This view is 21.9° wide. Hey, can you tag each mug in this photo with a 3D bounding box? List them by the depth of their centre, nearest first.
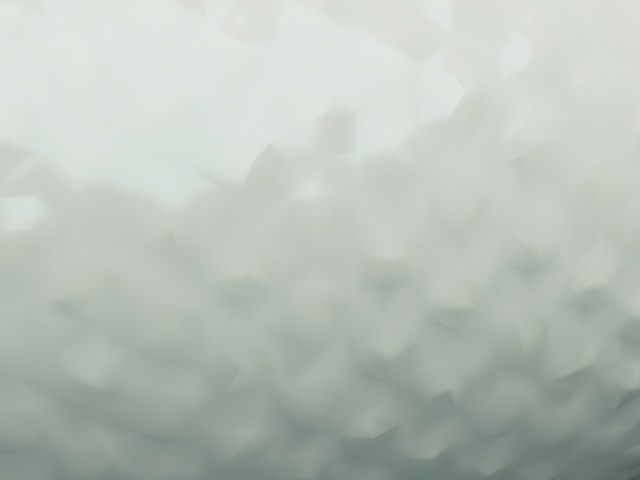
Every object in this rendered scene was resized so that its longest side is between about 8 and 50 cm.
[{"bbox_3d":[0.000,0.000,0.533,0.328,0.276,0.374,-3,124,-13],"label":"mug"}]
